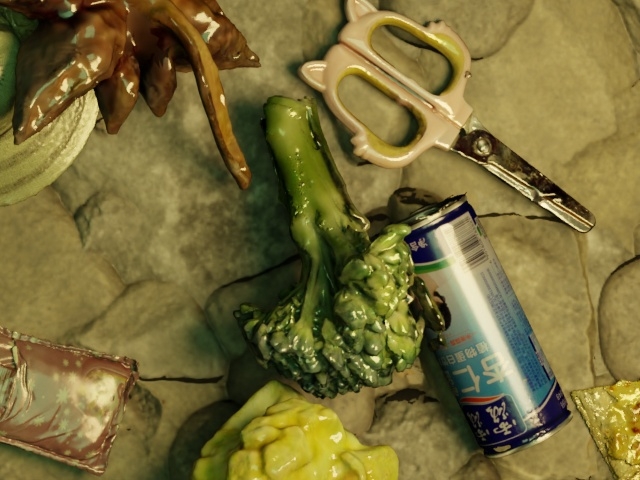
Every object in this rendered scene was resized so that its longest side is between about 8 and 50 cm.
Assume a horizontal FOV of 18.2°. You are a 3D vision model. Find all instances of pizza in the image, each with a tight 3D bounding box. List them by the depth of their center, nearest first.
[{"bbox_3d":[0.287,0.175,1.919,0.108,0.026,0.123,25,87,-7],"label":"pizza"}]

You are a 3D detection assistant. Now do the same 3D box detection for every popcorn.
[{"bbox_3d":[-0.023,0.226,1.783,0.185,0.187,0.167,31,82,-4],"label":"popcorn"}]

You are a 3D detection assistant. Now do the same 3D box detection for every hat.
[{"bbox_3d":[-0.315,-0.149,1.772,0.252,0.110,0.252,0,91,-10],"label":"hat"}]

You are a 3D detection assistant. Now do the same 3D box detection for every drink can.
[{"bbox_3d":[0.144,0.078,1.859,0.097,0.097,0.235,-28,96,-9],"label":"drink can"}]

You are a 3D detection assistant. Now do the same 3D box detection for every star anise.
[{"bbox_3d":[-0.174,-0.206,1.768,0.292,0.109,0.349,-9,88,-33],"label":"star anise"}]

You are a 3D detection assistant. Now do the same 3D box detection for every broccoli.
[{"bbox_3d":[0.006,0.005,1.771,0.177,0.198,0.275,-11,96,-15],"label":"broccoli"}]

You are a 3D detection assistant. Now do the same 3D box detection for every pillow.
[{"bbox_3d":[-0.266,0.138,1.816,0.185,0.043,0.118,19,81,-12],"label":"pillow"}]

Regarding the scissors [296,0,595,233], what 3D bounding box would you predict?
[{"bbox_3d":[0.131,-0.105,1.880,0.317,0.024,0.160,35,75,-6],"label":"scissors"}]
